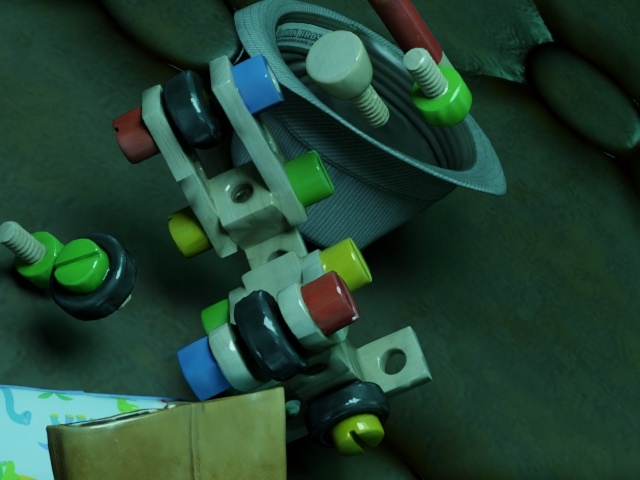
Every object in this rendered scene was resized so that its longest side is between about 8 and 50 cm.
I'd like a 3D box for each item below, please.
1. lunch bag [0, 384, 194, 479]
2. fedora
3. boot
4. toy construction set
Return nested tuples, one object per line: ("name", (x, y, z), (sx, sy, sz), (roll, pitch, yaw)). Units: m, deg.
("lunch bag", (-0.136, 0.180, 1.156), (0.219, 0.090, 0.176), (8, 45, -37))
("fedora", (0.015, -0.075, 1.532), (0.243, 0.124, 0.275), (22, 24, -28))
("boot", (-0.028, 0.225, 1.109), (0.264, 0.096, 0.281), (-2, 81, -29))
("toy construction set", (0.000, 0.000, 1.328), (0.257, 0.309, 0.237), (39, -6, 38))
